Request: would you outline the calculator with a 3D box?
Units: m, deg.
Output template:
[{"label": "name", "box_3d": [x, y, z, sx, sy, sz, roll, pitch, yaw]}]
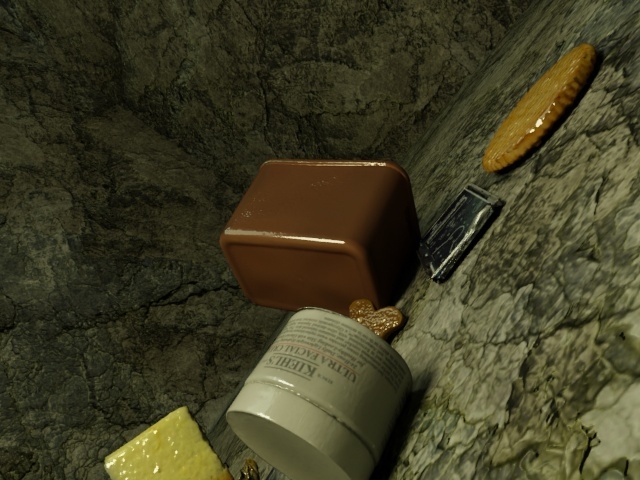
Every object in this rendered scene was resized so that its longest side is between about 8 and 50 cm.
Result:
[{"label": "calculator", "box_3d": [0.228, -0.022, 0.956, 0.165, 0.028, 0.274, -54, 2, 11]}]

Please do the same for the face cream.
[{"label": "face cream", "box_3d": [0.002, 0.189, 0.656, 0.153, 0.177, 0.177, -56, 3, -33]}]

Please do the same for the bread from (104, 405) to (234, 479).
[{"label": "bread", "box_3d": [-0.167, 0.360, 0.699, 0.178, 0.266, 0.142, -48, -24, 13]}]

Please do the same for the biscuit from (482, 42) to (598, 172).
[{"label": "biscuit", "box_3d": [0.363, -0.215, 0.934, 0.254, 0.035, 0.254, -53, 2, 3]}]

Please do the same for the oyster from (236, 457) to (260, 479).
[{"label": "oyster", "box_3d": [-0.125, 0.445, 0.946, 0.103, 0.051, 0.148, 110, 159, -58]}]

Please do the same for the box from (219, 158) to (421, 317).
[{"label": "box", "box_3d": [0.000, 0.000, 1.129, 0.229, 0.339, 0.239, -62, -35, -39]}]

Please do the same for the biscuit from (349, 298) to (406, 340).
[{"label": "biscuit", "box_3d": [0.049, 0.190, 0.914, 0.138, 0.031, 0.205, 9, 56, 50]}]
